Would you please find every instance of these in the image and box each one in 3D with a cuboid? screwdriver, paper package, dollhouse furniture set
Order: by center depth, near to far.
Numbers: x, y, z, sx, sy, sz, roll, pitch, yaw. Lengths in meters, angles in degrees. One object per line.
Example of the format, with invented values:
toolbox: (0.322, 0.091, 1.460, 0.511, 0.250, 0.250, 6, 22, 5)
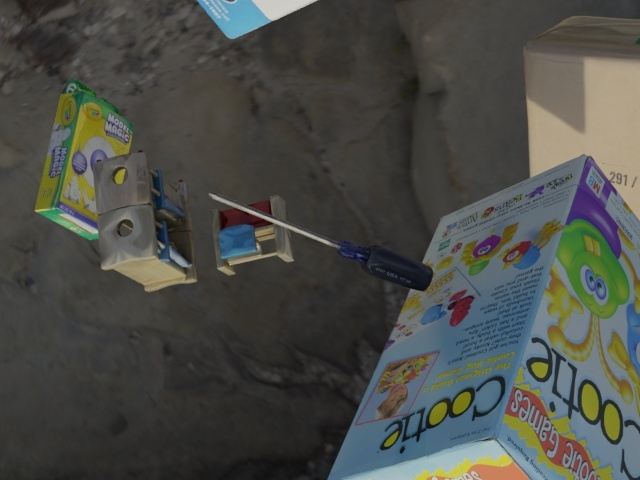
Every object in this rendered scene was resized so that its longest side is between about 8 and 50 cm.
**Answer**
screwdriver: (0.000, 0.000, 0.845, 0.170, 0.025, 0.024, 19, 64, -9)
dollhouse furniture set: (-0.143, -0.033, 1.380, 0.183, 0.129, 0.129, -12, 73, 13)
paper package: (0.451, -0.136, 1.631, 0.168, 0.324, 0.309, -41, 132, -44)

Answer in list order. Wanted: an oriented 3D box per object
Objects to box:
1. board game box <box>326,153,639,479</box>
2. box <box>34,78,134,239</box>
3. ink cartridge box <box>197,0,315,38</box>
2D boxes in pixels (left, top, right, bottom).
board game box: (0.140, 0.095, 0.845, 0.142, 0.144, 0.275, 48, 43, -19)
box: (-0.285, -0.102, 1.489, 0.105, 0.043, 0.179, 34, 57, -53)
ink cartridge box: (-0.030, -0.336, 1.068, 0.223, 0.307, 0.129, 50, 55, -21)
